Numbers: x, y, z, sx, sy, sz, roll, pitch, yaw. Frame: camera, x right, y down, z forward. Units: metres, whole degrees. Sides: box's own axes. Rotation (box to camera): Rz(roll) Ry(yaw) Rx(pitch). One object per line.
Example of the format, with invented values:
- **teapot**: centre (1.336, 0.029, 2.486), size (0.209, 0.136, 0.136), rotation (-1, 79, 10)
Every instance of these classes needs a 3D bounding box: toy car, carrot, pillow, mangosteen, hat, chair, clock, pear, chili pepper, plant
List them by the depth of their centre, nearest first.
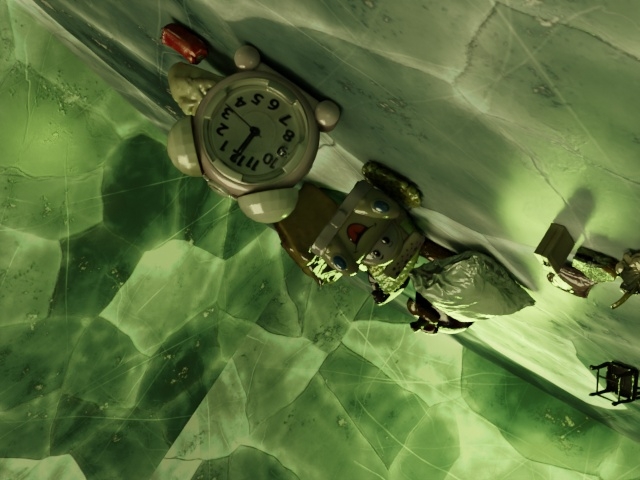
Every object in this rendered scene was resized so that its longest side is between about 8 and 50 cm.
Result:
- **plant**: centre (0.600, 0.083, 1.368), size (0.104, 0.122, 0.116), rotation (44, -179, 10)
- **clock**: centre (-0.157, -0.241, 1.698), size (0.342, 0.326, 0.184), rotation (33, 173, 3)
- **pillow**: centre (0.594, 0.098, 1.717), size (0.118, 0.043, 0.185), rotation (28, 171, 21)
- **chili pepper**: centre (-0.345, -0.501, 1.835), size (0.123, 0.073, 0.070), rotation (35, -146, 5)
- **toy car**: centre (0.140, -0.008, 1.974), size (0.226, 0.242, 0.336), rotation (38, -173, 11)
- **pillow**: centre (0.441, 0.138, 2.113), size (0.283, 0.138, 0.310), rotation (-15, 139, 44)
- **chair**: centre (0.945, 0.434, 2.211), size (0.229, 0.113, 0.106), rotation (-4, -169, -26)
- **pear**: centre (0.216, -0.017, 2.221), size (0.288, 0.139, 0.239), rotation (54, 135, 7)
- **carrot**: centre (0.358, 0.041, 2.265), size (0.229, 0.069, 0.069), rotation (31, 171, 26)
- **mangosteen**: centre (0.402, 0.219, 2.394), size (0.228, 0.265, 0.228), rotation (47, 161, 22)
- **hat**: centre (0.243, 0.040, 2.467), size (0.238, 0.209, 0.336), rotation (67, -173, -54)

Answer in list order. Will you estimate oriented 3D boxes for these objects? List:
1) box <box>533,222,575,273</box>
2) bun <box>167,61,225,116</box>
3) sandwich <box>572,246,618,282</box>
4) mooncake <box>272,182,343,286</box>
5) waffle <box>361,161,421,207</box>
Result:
- **box**: centre (0.492, 0.019, 1.514), size (0.035, 0.083, 0.079), rotation (26, 168, 44)
- **bun**: centre (-0.299, -0.384, 1.908), size (0.231, 0.133, 0.231), rotation (20, -172, -3)
- **sandwich**: centre (0.582, 0.051, 1.517), size (0.093, 0.035, 0.105), rotation (36, 171, -9)
- **mooncake**: centre (0.000, 0.000, 2.584), size (0.394, 0.246, 0.393), rotation (53, 179, -28)
- **waffle**: centre (0.189, -0.145, 1.917), size (0.183, 0.036, 0.169), rotation (32, 173, 18)
